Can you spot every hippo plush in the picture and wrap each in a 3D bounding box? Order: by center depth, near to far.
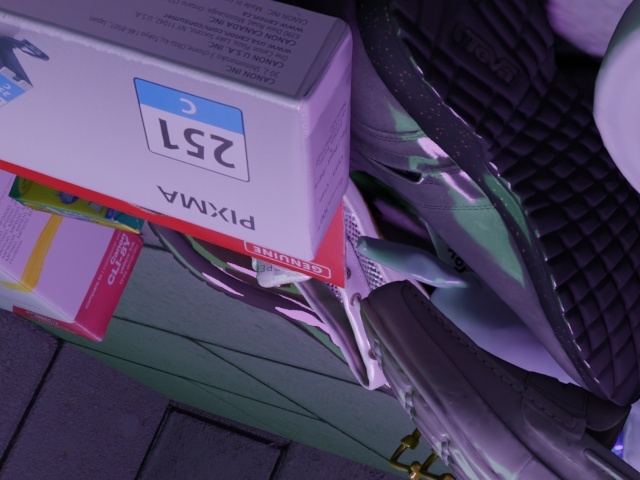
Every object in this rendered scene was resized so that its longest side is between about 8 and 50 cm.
[{"bbox_3d":[0.220,0.079,0.876,0.236,0.234,0.294,-11,104,36],"label":"hippo plush"}]

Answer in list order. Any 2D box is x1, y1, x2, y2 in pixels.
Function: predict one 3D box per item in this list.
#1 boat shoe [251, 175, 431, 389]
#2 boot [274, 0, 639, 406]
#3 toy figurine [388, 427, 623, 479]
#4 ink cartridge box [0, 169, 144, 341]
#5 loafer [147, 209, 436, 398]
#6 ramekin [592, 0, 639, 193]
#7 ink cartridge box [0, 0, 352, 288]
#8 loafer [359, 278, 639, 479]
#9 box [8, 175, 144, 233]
[{"bbox_3d":[-0.012,0.001,0.907,0.277,0.096,0.098,52,161,-10],"label":"boat shoe"},{"bbox_3d":[0.072,-0.047,0.709,0.222,0.118,0.338,7,137,53],"label":"boot"},{"bbox_3d":[0.266,0.224,1.244,0.217,0.191,0.362,25,167,-23],"label":"toy figurine"},{"bbox_3d":[-0.422,-0.041,1.389,0.279,0.160,0.385,17,164,20],"label":"ink cartridge box"},{"bbox_3d":[0.000,0.000,1.038,0.366,0.134,0.130,33,121,-20],"label":"loafer"},{"bbox_3d":[0.244,-0.063,0.392,0.272,0.127,0.273,23,165,6],"label":"ramekin"},{"bbox_3d":[-0.128,-0.059,0.679,0.296,0.066,0.261,18,149,13],"label":"ink cartridge box"},{"bbox_3d":[0.151,0.138,0.743,0.319,0.111,0.112,47,172,18],"label":"loafer"},{"bbox_3d":[-0.225,-0.073,1.092,0.179,0.105,0.043,10,166,40],"label":"box"}]
